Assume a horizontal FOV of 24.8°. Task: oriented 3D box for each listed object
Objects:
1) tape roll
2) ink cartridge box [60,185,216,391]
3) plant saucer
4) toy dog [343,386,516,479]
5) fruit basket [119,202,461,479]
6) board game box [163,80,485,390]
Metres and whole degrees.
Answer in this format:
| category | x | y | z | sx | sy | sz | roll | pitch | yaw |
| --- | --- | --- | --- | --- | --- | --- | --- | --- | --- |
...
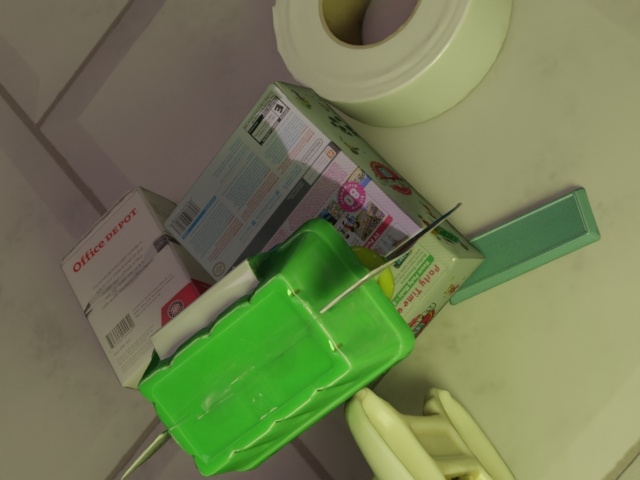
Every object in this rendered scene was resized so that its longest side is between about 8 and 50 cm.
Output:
| category | x | y | z | sx | sy | sz | roll | pitch | yaw |
| --- | --- | --- | --- | --- | --- | --- | --- | --- | --- |
| tape roll | 0.084 | -0.283 | 1.756 | 0.286 | 0.100 | 0.286 | -11 | 70 | 31 |
| ink cartridge box | -0.219 | 0.064 | 1.853 | 0.158 | 0.092 | 0.218 | -43 | 58 | 15 |
| plant saucer | 0.216 | 0.006 | 1.624 | 0.192 | 0.018 | 0.067 | -26 | 62 | 24 |
| toy dog | 0.031 | 0.393 | 1.500 | 0.408 | 0.284 | 0.395 | -41 | 77 | 18 |
| fruit basket | -0.027 | 0.079 | 1.429 | 0.327 | 0.353 | 0.165 | -39 | 94 | 22 |
| board game box | 0.000 | 0.000 | 1.663 | 0.303 | 0.097 | 0.224 | 46 | 109 | 20 |
